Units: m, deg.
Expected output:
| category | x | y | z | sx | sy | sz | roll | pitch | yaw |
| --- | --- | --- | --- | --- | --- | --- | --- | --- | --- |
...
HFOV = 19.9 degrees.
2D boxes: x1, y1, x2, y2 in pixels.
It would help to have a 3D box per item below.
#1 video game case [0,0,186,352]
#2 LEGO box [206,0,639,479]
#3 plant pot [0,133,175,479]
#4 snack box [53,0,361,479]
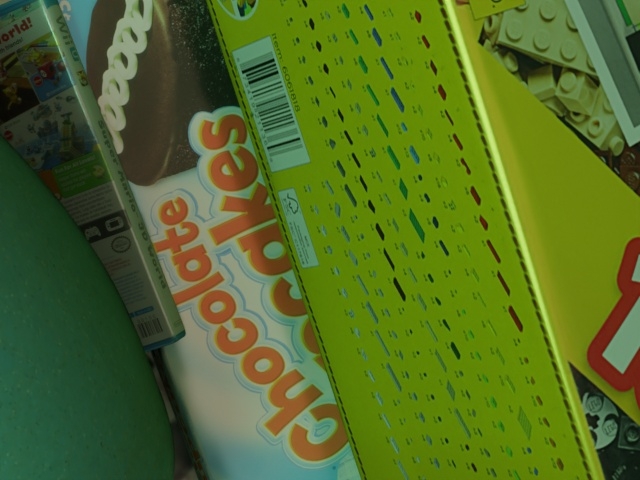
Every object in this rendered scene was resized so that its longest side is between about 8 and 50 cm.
| category | x | y | z | sx | sy | sz | roll | pitch | yaw |
| --- | --- | --- | --- | --- | --- | --- | --- | --- | --- |
| video game case | -0.142 | -0.016 | 0.827 | 0.119 | 0.015 | 0.166 | -19 | 96 | 23 |
| LEGO box | 0.165 | -0.102 | 0.797 | 0.372 | 0.193 | 0.500 | -21 | 95 | -27 |
| plant pot | -0.175 | 0.085 | 0.731 | 0.195 | 0.290 | 0.290 | 30 | 84 | -26 |
| snack box | 0.000 | 0.000 | 0.868 | 0.187 | 0.060 | 0.322 | -21 | 95 | -12 |
